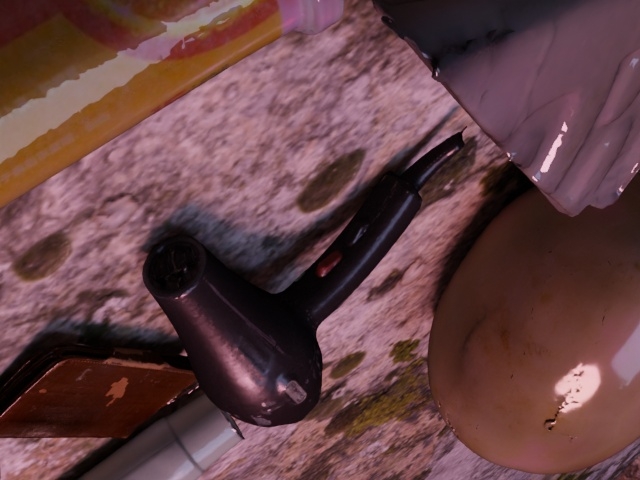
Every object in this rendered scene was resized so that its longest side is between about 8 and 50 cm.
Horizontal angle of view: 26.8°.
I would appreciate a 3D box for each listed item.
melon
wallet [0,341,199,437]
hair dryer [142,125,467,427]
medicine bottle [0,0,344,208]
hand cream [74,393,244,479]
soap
[{"bbox_3d":[0.218,0.076,1.186,0.223,0.223,0.317,-17,148,-41],"label":"melon"},{"bbox_3d":[-0.160,0.107,0.944,0.095,0.026,0.176,-41,156,17],"label":"wallet"},{"bbox_3d":[0.000,0.000,0.964,0.272,0.091,0.235,-48,147,-10],"label":"hair dryer"},{"bbox_3d":[-0.191,-0.028,0.563,0.426,0.108,0.108,-34,155,-11],"label":"medicine bottle"},{"bbox_3d":[-0.206,0.236,1.058,0.331,0.058,0.085,-37,158,-5],"label":"hand cream"},{"bbox_3d":[0.086,-0.103,0.782,0.302,0.159,0.258,-21,152,-33],"label":"soap"}]
